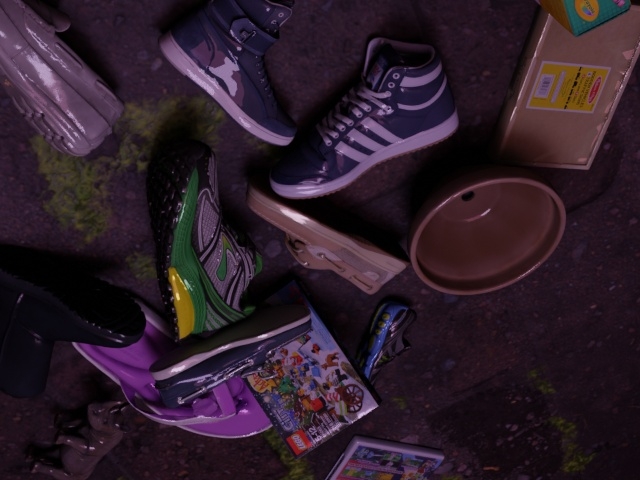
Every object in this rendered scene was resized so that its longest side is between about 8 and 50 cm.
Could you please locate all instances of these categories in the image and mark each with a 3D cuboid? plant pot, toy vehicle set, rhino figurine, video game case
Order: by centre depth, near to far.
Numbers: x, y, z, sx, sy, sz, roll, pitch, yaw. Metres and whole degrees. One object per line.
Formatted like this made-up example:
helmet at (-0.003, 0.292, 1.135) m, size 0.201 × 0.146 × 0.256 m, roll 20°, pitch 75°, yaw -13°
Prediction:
toy vehicle set at (0.359, -0.227, 1.374) m, size 0.166 × 0.035 × 0.267 m, roll 2°, pitch 125°, yaw -19°
plant pot at (0.236, -0.037, 1.425) m, size 0.237 × 0.110 × 0.237 m, roll -9°, pitch 136°, yaw -8°
rhino figurine at (-0.375, 0.314, 1.518) m, size 0.106 × 0.073 × 0.243 m, roll 23°, pitch 129°, yaw -29°
video game case at (0.111, 0.456, 1.826) m, size 0.201 × 0.023 × 0.183 m, roll 16°, pitch 120°, yaw -26°

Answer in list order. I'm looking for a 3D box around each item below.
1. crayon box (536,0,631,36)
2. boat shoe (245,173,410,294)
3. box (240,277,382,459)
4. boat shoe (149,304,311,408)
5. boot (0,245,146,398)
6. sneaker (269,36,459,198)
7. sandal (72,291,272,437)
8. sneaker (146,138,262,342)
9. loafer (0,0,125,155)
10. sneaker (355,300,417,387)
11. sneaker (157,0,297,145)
crayon box at (0.271, -0.402, 1.131) m, size 0.081 × 0.165 × 0.278 m, roll -27°, pitch 129°, yaw 4°
boat shoe at (0.000, 0.000, 1.395) m, size 0.302 × 0.109 × 0.098 m, roll 26°, pitch 114°, yaw -37°
box at (-0.035, 0.199, 1.477) m, size 0.159 × 0.044 × 0.233 m, roll -36°, pitch 84°, yaw 10°
boat shoe at (-0.125, 0.173, 1.414) m, size 0.254 × 0.095 × 0.079 m, roll -24°, pitch 107°, yaw -12°
boot at (-0.379, 0.142, 1.352) m, size 0.246 × 0.094 × 0.207 m, roll 25°, pitch 121°, yaw 5°
sneaker at (0.048, -0.171, 1.280) m, size 0.282 × 0.099 × 0.153 m, roll -24°, pitch 134°, yaw -7°
sandal at (-0.226, 0.230, 1.497) m, size 0.169 × 0.102 × 0.416 m, roll -43°, pitch 124°, yaw 17°
sneaker at (-0.161, -0.007, 1.340) m, size 0.146 × 0.134 × 0.343 m, roll -14°, pitch 138°, yaw -15°
loafer at (-0.351, -0.241, 1.116) m, size 0.111 × 0.112 × 0.319 m, roll -52°, pitch 132°, yaw -22°
sneaker at (0.110, 0.186, 1.591) m, size 0.078 × 0.067 × 0.188 m, roll 12°, pitch 119°, yaw -17°
sneaker at (-0.069, -0.231, 1.209) m, size 0.163 × 0.086 × 0.226 m, roll -39°, pitch 126°, yaw 17°
